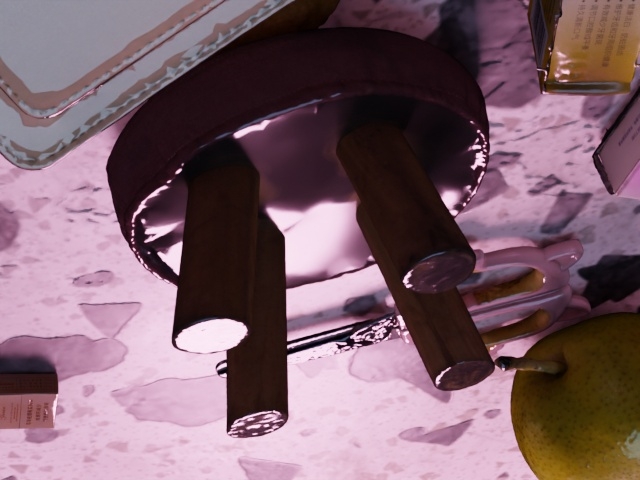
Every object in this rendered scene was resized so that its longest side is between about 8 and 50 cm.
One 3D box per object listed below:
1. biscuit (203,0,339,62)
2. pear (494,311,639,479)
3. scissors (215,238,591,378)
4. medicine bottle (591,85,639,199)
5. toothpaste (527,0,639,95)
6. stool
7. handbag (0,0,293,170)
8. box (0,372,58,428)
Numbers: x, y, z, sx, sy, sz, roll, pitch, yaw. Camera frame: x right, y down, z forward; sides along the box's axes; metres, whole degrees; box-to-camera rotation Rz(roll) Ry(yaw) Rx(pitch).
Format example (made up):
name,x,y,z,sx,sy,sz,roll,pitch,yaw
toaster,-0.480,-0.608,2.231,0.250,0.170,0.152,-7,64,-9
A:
name,x,y,z,sx,sy,sz,roll,pitch,yaw
biscuit,-0.102,-0.193,0.976,0.208,0.041,0.290,-34,136,25
pear,0.234,0.131,1.366,0.180,0.166,0.216,-24,131,40
scissors,0.065,0.068,1.349,0.317,0.024,0.160,-14,143,4
medicine bottle,0.326,-0.091,1.192,0.201,0.052,0.171,8,137,-24
toothpaste,0.176,-0.223,0.966,0.071,0.089,0.313,0,141,-2
stool,0.000,0.000,1.104,0.272,0.178,0.272,-10,150,-6
handbag,-0.080,-0.234,0.808,0.358,0.160,0.237,-31,123,14
box,-0.261,0.134,1.355,0.083,0.024,0.053,2,139,-14
